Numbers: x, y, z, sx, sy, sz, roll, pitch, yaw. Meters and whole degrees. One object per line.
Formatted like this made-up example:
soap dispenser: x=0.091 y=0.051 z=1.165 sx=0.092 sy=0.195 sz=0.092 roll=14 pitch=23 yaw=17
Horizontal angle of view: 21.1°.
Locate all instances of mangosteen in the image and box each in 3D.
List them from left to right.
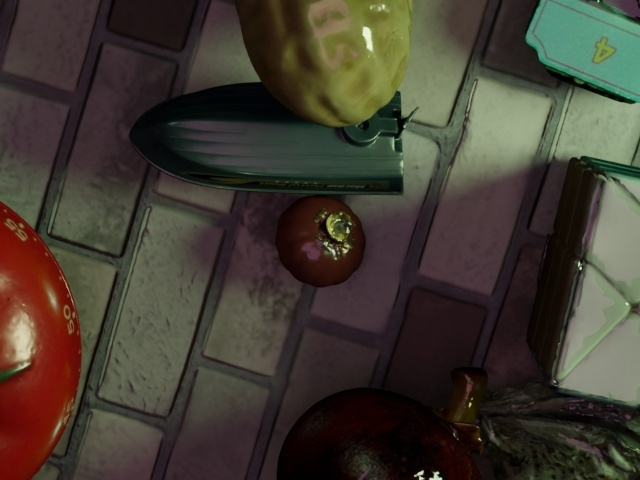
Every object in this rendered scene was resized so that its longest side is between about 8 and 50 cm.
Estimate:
mangosteen: x=0.089 y=0.236 z=1.779 sx=0.261 sy=0.235 sz=0.235 roll=-44 pitch=92 yaw=-4

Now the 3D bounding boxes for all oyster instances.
oyster: x=0.285 y=0.239 z=1.839 sx=0.198 sy=0.112 sz=0.267 roll=-33 pitch=101 yaw=26

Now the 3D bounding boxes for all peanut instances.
peanut: x=-0.009 y=-0.300 z=1.739 sx=0.169 sy=0.192 sz=0.387 roll=-23 pitch=75 yaw=34

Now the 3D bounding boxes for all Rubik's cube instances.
Rubik's cube: x=0.348 y=0.048 z=1.749 sx=0.231 sy=0.224 sz=0.221 roll=12 pitch=97 yaw=1

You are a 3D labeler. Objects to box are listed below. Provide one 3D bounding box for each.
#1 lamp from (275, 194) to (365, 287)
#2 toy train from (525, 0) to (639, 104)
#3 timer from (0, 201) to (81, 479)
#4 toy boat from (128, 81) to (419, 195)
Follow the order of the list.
lamp: x=0.000 y=0.000 z=1.831 sx=0.101 sy=0.090 sz=0.101 roll=10 pitch=68 yaw=-26
toy train: x=0.305 y=-0.231 z=1.789 sx=0.198 sy=0.107 sz=0.154 roll=22 pitch=103 yaw=0
timer: x=-0.434 y=0.116 z=1.770 sx=0.378 sy=0.279 sz=0.378 roll=0 pitch=96 yaw=1
toy boat: x=-0.052 y=-0.105 z=1.805 sx=0.296 sy=0.122 sz=0.114 roll=1 pitch=73 yaw=-7
